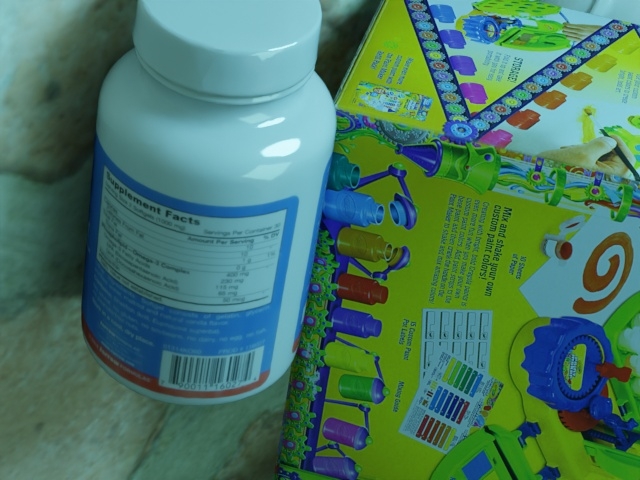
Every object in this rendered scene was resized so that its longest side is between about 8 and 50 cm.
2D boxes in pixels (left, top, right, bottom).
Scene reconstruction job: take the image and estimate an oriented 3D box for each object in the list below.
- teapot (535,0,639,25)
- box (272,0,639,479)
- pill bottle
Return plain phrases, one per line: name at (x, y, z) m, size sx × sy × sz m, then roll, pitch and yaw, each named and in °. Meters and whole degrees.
teapot at (0.219, -0.139, 1.252) m, size 0.252 × 0.187 × 0.256 m, roll -59°, pitch -176°, yaw 48°
box at (0.139, 0.033, 1.133) m, size 0.177 × 0.279 × 0.290 m, roll -66°, pitch 168°, yaw -54°
pill bottle at (-0.058, -0.032, 0.998) m, size 0.124 × 0.124 × 0.221 m, roll -28°, pitch 142°, yaw -39°
